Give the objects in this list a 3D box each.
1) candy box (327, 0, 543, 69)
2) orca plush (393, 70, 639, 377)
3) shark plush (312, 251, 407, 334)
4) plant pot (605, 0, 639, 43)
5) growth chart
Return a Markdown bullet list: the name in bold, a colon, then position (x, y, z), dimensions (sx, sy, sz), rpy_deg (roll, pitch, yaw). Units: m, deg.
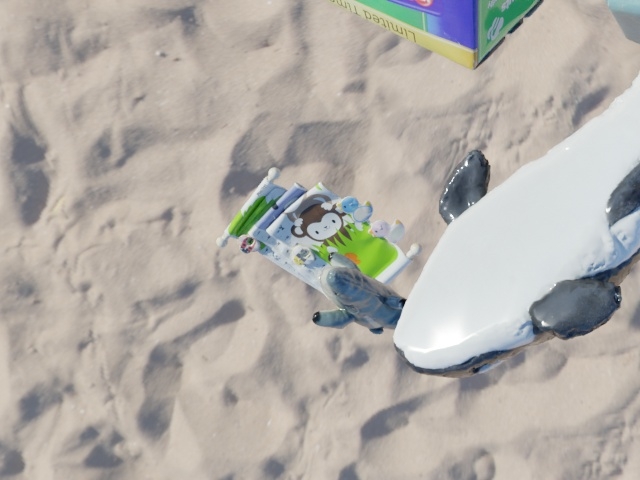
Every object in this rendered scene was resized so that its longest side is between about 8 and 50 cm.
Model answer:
- **candy box**: position (0.042, -0.327, 0.686), dimensions (0.268, 0.122, 0.317), rpy_deg (32, 155, 31)
- **orca plush**: position (0.170, -0.017, 0.597), dimensions (0.151, 0.102, 0.287), rpy_deg (28, 88, 42)
- **shark plush**: position (0.062, 0.068, 0.843), dimensions (0.161, 0.073, 0.067), rpy_deg (34, 155, -16)
- **plant pot**: position (0.475, -0.342, 1.061), dimensions (0.252, 0.247, 0.247), rpy_deg (-2, 84, 27)
- **growth chart**: position (0.000, 0.000, 1.185), dimensions (0.237, 0.021, 0.172), rpy_deg (30, 122, -7)
